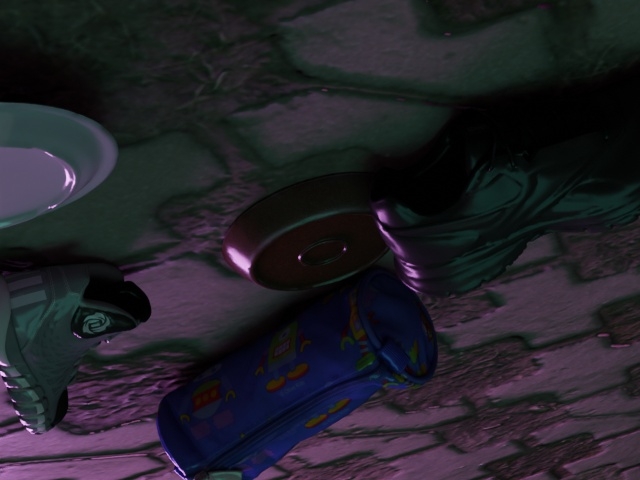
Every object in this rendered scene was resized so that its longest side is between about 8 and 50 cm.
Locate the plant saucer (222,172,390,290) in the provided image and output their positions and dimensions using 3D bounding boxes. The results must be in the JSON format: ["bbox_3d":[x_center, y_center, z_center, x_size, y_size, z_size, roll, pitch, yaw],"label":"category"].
[{"bbox_3d":[0.000,0.000,1.034,0.169,0.029,0.168,-15,152,-8],"label":"plant saucer"}]

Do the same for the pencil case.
[{"bbox_3d":[-0.030,0.148,1.186,0.306,0.133,0.119,-34,117,26],"label":"pencil case"}]

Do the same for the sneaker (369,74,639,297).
[{"bbox_3d":[0.170,-0.061,0.950,0.286,0.109,0.130,-30,134,8],"label":"sneaker"}]

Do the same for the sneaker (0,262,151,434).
[{"bbox_3d":[-0.203,0.089,1.016,0.132,0.086,0.228,-16,152,-9],"label":"sneaker"}]

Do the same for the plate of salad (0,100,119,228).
[{"bbox_3d":[-0.231,-0.050,0.773,0.200,0.048,0.200,-12,163,-4],"label":"plate of salad"}]
